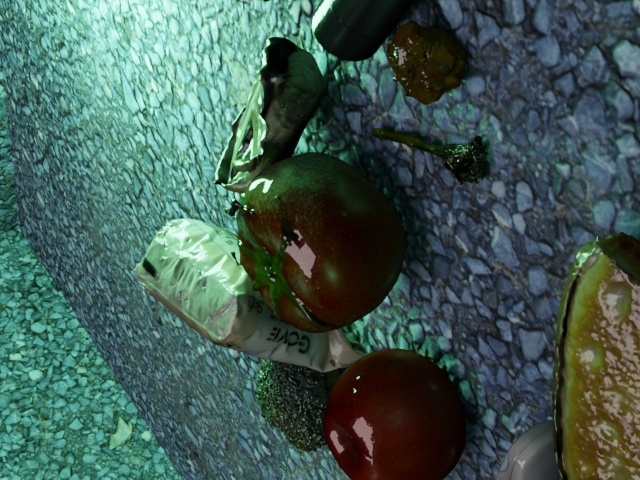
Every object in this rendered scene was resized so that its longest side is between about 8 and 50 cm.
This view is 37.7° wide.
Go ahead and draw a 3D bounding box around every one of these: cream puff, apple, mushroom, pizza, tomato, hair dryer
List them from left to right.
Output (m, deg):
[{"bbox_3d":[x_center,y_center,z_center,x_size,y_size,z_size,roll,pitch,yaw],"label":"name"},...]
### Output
[{"bbox_3d":[-0.083,-0.201,1.627,0.344,0.130,0.247,120,162,-50],"label":"mushroom"},{"bbox_3d":[0.000,0.000,1.601,0.303,0.239,0.303,39,147,33],"label":"tomato"},{"bbox_3d":[0.046,-0.446,1.341,0.302,0.116,0.244,66,149,13],"label":"hair dryer"},{"bbox_3d":[0.127,0.324,1.683,0.260,0.216,0.260,41,142,42],"label":"apple"},{"bbox_3d":[0.145,-0.250,1.326,0.116,0.094,0.122,20,125,49],"label":"cream puff"},{"bbox_3d":[0.470,0.218,1.134,0.406,0.130,0.439,11,113,41],"label":"pizza"}]

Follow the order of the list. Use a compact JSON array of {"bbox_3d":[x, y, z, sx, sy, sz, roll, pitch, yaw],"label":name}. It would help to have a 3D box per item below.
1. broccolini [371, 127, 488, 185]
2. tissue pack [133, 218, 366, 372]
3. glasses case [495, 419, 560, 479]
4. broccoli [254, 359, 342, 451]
[{"bbox_3d":[0.172,-0.143,1.442,0.057,0.071,0.254,32,179,-35],"label":"broccolini"},{"bbox_3d":[-0.136,0.112,1.867,0.390,0.375,0.195,34,99,47],"label":"tissue pack"},{"bbox_3d":[0.332,0.403,1.508,0.075,0.113,0.296,43,144,37],"label":"glasses case"},{"bbox_3d":[-0.045,0.324,2.016,0.176,0.198,0.226,40,-167,-24],"label":"broccoli"}]
